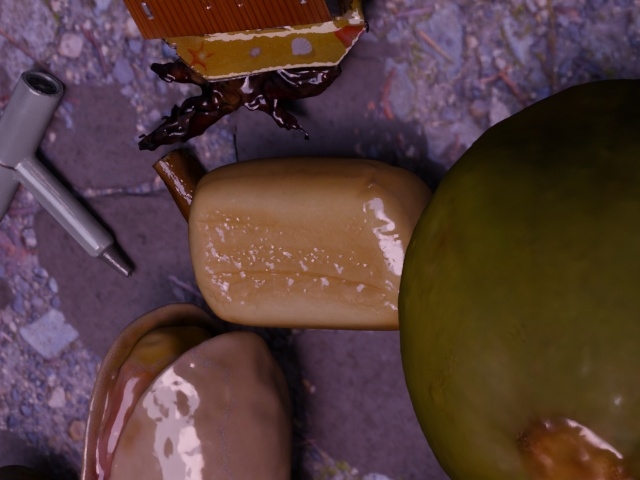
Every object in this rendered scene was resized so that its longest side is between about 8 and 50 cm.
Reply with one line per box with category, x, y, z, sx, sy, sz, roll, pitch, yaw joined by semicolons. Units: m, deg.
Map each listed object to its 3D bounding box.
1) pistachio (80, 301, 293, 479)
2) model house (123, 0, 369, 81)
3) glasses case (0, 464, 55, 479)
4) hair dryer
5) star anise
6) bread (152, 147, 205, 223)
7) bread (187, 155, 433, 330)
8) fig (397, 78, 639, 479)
pistachio;-0.117;0.207;1.381;0.187;0.187;0.299;9;110;25
model house;-0.086;-0.227;1.199;0.219;0.136;0.208;-2;92;17
glasses case;-0.169;0.378;1.483;0.425;0.156;0.098;45;99;7
hair dryer;-0.222;-0.043;1.437;0.183;0.044;0.155;35;121;7
star anise;-0.076;-0.153;1.307;0.212;0.053;0.157;-2;107;31
bread;-0.110;-0.040;1.372;0.036;0.047;0.083;-33;93;2
bread;0.000;0.000;1.294;0.217;0.098;0.147;5;108;28
fig;0.199;0.065;1.070;0.343;0.343;0.343;9;112;25
